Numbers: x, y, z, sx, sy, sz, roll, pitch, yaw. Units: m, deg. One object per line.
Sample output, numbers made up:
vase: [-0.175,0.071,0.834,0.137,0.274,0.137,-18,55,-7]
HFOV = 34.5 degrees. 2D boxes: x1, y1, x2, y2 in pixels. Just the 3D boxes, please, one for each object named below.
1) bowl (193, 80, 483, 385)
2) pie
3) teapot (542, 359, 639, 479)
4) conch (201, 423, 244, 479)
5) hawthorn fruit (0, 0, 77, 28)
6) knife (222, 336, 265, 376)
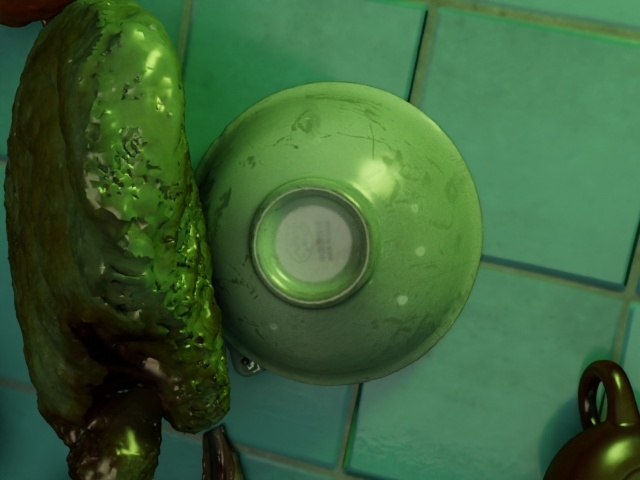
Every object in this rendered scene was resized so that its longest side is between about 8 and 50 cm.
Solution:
bowl: [0.000,0.000,0.993,0.313,0.146,0.313,1,95,9]
pie: [-0.186,-0.029,0.924,0.180,0.395,0.418,-7,122,-22]
teapot: [0.280,0.242,0.990,0.178,0.135,0.252,-1,76,-21]
conch: [-0.094,0.324,1.100,0.086,0.080,0.232,-21,70,-23]
hawthorn fruit: [-0.295,-0.302,1.014,0.211,0.211,0.299,-5,112,13]
knife: [-0.098,0.067,1.095,0.044,0.023,0.162,-16,92,9]
